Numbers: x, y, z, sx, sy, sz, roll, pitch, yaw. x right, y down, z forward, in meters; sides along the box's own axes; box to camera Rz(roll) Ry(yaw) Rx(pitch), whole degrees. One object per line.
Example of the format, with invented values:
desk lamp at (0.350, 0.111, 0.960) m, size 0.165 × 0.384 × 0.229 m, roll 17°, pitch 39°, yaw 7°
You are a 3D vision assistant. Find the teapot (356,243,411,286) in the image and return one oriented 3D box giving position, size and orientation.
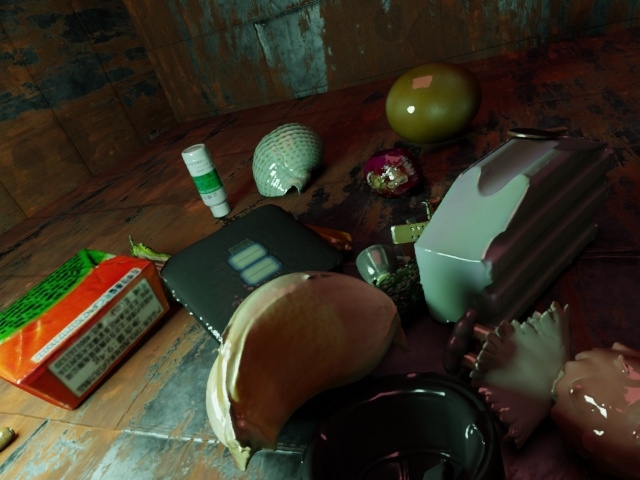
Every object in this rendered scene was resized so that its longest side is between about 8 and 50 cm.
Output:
teapot at (0.150, 0.062, 0.911) m, size 0.124 × 0.092 × 0.091 m, roll -23°, pitch 47°, yaw 3°

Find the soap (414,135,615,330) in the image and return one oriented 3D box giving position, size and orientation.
soap at (0.386, -0.044, 0.788) m, size 0.446 × 0.262 × 0.156 m, roll -34°, pitch 31°, yaw -24°

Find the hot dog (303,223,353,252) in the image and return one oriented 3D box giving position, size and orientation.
hot dog at (0.000, 0.000, 1.104) m, size 0.092 × 0.062 × 0.235 m, roll -10°, pitch 16°, yaw -39°

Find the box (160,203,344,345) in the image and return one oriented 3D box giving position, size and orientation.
box at (-0.162, 0.070, 0.986) m, size 0.359 × 0.091 × 0.350 m, roll -33°, pitch 48°, yaw -27°

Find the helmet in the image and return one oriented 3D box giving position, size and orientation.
helmet at (0.108, 0.289, 0.490) m, size 0.230 × 0.161 × 0.279 m, roll -17°, pitch 4°, yaw 25°

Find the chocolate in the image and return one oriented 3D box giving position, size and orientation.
chocolate at (-0.591, 0.197, 0.982) m, size 0.341 × 0.162 × 0.360 m, roll 5°, pitch 43°, yaw 34°

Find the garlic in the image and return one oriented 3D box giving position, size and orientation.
garlic at (-0.038, 0.186, 0.636) m, size 0.249 × 0.286 × 0.313 m, roll 26°, pitch 47°, yaw 35°

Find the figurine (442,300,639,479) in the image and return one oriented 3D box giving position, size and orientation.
figurine at (0.351, 0.203, 0.527) m, size 0.386 × 0.166 × 0.207 m, roll 18°, pitch 79°, yaw 42°

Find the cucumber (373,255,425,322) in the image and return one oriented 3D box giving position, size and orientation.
cucumber at (0.192, 0.085, 0.837) m, size 0.359 × 0.096 × 0.096 m, roll -35°, pitch 34°, yaw -26°

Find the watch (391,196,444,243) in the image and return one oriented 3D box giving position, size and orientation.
watch at (0.314, -0.062, 1.009) m, size 0.268 × 0.102 × 0.165 m, roll -8°, pitch 22°, yaw 19°

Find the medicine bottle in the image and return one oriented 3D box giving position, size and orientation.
medicine bottle at (-0.400, -0.209, 1.463) m, size 0.095 × 0.260 × 0.095 m, roll -14°, pitch 32°, yaw 9°

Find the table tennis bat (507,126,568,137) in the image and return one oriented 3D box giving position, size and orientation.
table tennis bat at (0.455, -0.223, 0.841) m, size 0.156 × 0.013 × 0.087 m, roll -11°, pitch 25°, yaw -27°

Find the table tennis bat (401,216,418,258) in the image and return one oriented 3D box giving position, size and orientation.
table tennis bat at (0.260, 0.001, 1.017) m, size 0.130 × 0.019 × 0.220 m, roll -16°, pitch 32°, yaw 1°

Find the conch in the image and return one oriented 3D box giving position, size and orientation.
conch at (-0.137, -0.317, 1.560) m, size 0.302 × 0.215 × 0.319 m, roll -20°, pitch 28°, yaw 17°

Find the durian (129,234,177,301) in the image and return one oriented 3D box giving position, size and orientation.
durian at (-0.387, 0.092, 1.099) m, size 0.374 × 0.107 × 0.132 m, roll 23°, pitch 55°, yaw 17°

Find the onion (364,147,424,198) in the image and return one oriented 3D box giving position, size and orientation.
onion at (0.252, -0.229, 1.296) m, size 0.218 × 0.140 × 0.195 m, roll -32°, pitch 26°, yaw -29°

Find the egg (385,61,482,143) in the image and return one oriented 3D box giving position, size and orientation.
egg at (0.410, -0.501, 1.492) m, size 0.351 × 0.283 × 0.283 m, roll -18°, pitch 30°, yaw -2°

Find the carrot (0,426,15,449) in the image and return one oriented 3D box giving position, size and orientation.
carrot at (-0.674, 0.433, 0.789) m, size 0.035 × 0.036 × 0.165 m, roll 10°, pitch 42°, yaw 38°
